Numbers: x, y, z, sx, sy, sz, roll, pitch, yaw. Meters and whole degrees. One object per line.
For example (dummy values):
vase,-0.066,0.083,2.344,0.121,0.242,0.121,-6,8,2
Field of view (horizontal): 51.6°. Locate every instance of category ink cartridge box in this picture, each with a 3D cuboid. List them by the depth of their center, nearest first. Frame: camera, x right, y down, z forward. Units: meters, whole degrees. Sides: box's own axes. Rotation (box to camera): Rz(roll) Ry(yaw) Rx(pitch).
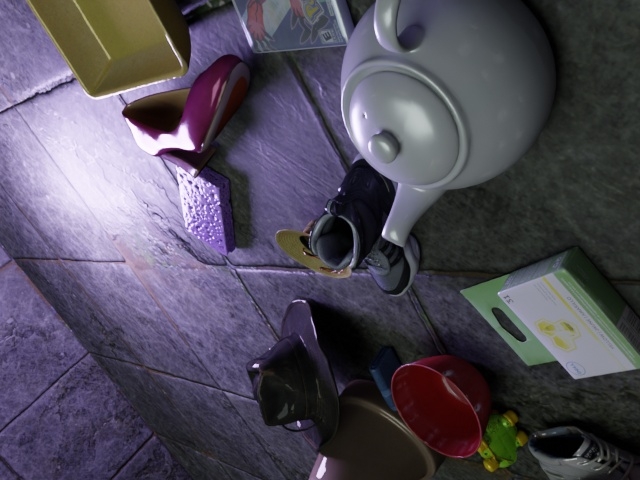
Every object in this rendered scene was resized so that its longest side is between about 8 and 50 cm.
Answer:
ink cartridge box,0.310,0.116,0.918,0.171,0.056,0.235,47,146,-6

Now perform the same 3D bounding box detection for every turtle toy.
turtle toy,0.309,0.353,1.164,0.130,0.095,0.066,60,166,-22

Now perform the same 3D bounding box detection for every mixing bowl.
mixing bowl,0.221,0.265,1.125,0.181,0.098,0.181,29,134,35

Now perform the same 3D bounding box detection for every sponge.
sponge,-0.228,-0.067,1.324,0.117,0.031,0.210,31,146,20

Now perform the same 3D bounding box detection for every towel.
towel,0.133,0.266,1.268,0.029,0.067,0.119,3,130,44

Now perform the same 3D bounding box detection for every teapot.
teapot,0.112,-0.151,0.708,0.256,0.187,0.252,51,147,-10

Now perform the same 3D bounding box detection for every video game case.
video game case,-0.057,-0.337,0.836,0.183,0.023,0.201,10,135,42

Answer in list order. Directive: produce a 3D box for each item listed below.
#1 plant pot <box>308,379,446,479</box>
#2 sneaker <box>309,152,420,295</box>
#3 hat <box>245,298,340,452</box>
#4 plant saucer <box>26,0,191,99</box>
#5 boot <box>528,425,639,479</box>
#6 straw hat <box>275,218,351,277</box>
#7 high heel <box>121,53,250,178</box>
plant pot,0.095,0.461,1.384,0.263,0.229,0.263,30,146,23
sneaker,0.062,0.010,0.976,0.101,0.153,0.268,19,140,34
hat,-0.079,0.282,1.342,0.331,0.134,0.331,173,90,-72
plant saucer,-0.353,-0.403,1.036,0.333,0.081,0.332,3,130,46
boot,0.435,0.349,1.001,0.123,0.095,0.258,47,149,-17
straw hat,0.000,0.000,1.120,0.144,0.061,0.144,23,157,11
high heel,-0.235,-0.220,1.058,0.181,0.127,0.377,37,152,-8
